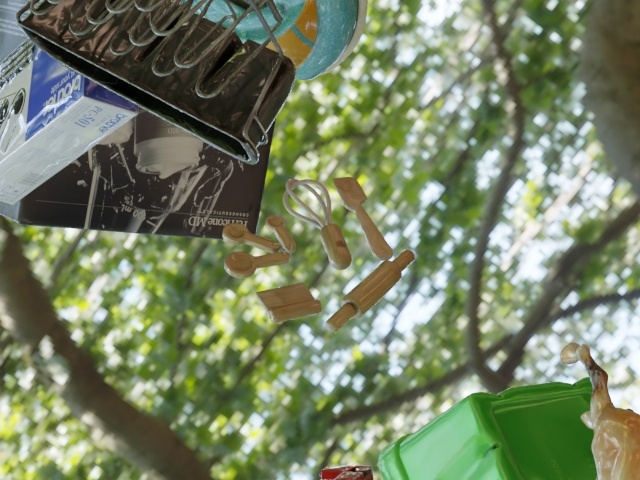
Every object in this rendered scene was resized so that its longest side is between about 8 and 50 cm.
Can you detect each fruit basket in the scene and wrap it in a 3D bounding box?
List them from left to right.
[{"bbox_3d":[0.200,0.371,1.489,0.283,0.392,0.392,-5,-138,-25],"label":"fruit basket"}]

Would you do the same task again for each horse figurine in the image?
[{"bbox_3d":[0.174,0.169,0.858,0.066,0.263,0.174,19,-170,-19],"label":"horse figurine"}]

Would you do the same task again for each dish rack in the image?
[{"bbox_3d":[-0.131,-0.172,0.794,0.208,0.074,0.271,28,164,30],"label":"dish rack"}]

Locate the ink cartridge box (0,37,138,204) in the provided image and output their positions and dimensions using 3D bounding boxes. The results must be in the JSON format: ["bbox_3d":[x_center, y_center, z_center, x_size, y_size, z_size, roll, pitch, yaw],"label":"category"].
[{"bbox_3d":[-0.200,-0.106,1.042,0.046,0.207,0.097,16,-115,-33],"label":"ink cartridge box"}]

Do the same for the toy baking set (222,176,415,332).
[{"bbox_3d":[0.005,0.004,1.587,0.197,0.030,0.256,36,-133,22],"label":"toy baking set"}]

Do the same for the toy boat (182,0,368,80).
[{"bbox_3d":[-0.112,-0.235,1.382,0.267,0.318,0.148,53,-143,-38],"label":"toy boat"}]

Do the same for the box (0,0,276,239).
[{"bbox_3d":[-0.239,-0.175,1.782,0.343,0.312,0.179,4,-169,-36],"label":"box"}]

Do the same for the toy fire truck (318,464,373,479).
[{"bbox_3d":[-0.023,0.306,1.653,0.135,0.047,0.192,-1,-175,19],"label":"toy fire truck"}]
